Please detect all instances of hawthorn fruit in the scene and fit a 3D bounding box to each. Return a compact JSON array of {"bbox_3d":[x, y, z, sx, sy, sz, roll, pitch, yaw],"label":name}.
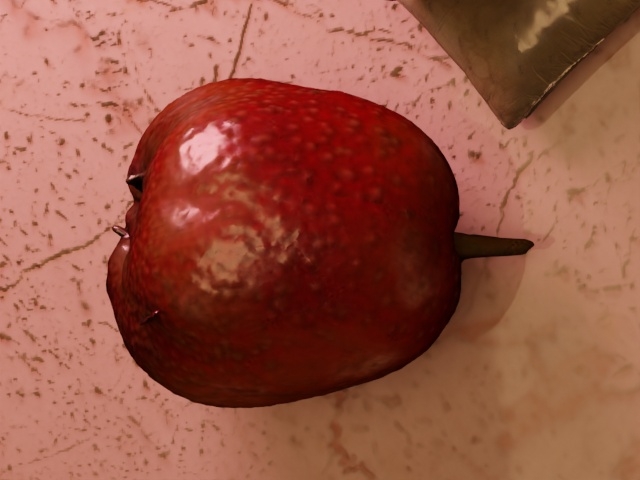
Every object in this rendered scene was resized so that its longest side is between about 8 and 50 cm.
[{"bbox_3d":[0.000,0.000,1.697,0.368,0.285,0.285,-2,92,-4],"label":"hawthorn fruit"}]

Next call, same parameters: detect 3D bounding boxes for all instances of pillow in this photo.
[{"bbox_3d":[0.214,-0.259,1.698,0.302,0.075,0.185,-43,73,16],"label":"pillow"}]
